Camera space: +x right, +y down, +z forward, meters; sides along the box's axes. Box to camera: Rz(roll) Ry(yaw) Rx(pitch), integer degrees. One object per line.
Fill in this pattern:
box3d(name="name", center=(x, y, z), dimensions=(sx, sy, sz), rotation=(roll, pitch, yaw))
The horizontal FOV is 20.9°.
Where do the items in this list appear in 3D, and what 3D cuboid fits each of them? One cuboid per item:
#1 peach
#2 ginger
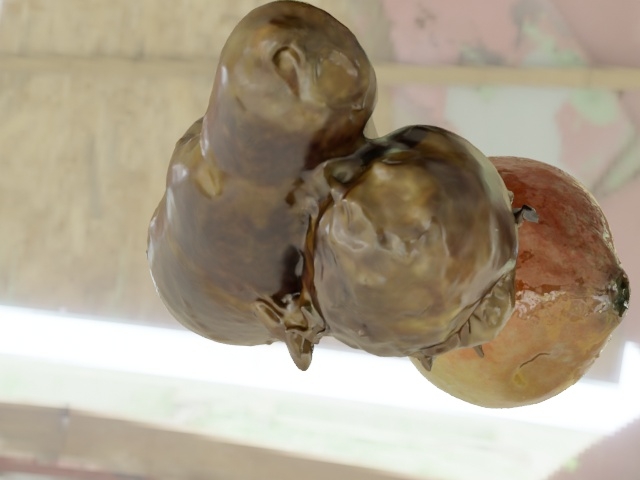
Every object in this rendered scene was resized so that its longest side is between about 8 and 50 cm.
box3d(name="peach", center=(0.170, 0.038, 1.466), dimensions=(0.233, 0.232, 0.232), rotation=(8, -172, -1))
box3d(name="ginger", center=(0.000, 0.000, 1.159), dimensions=(0.254, 0.176, 0.418), rotation=(46, 159, -1))
